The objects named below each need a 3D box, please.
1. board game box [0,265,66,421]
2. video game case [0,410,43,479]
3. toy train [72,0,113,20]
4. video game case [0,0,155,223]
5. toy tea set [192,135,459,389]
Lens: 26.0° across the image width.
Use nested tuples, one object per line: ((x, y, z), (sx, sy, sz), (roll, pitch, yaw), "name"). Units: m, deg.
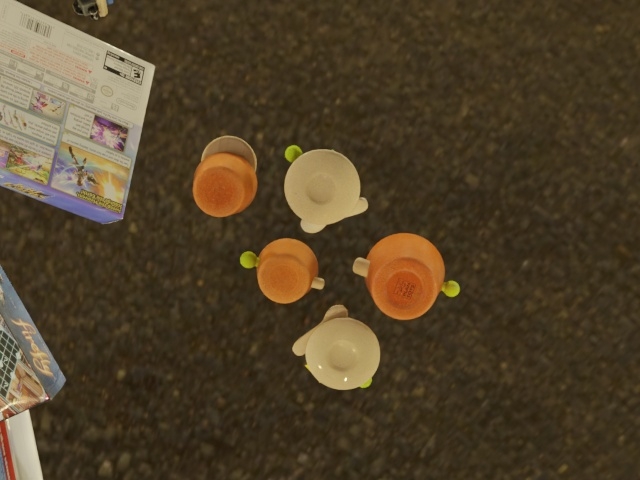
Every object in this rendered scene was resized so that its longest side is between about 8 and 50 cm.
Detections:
((-0.349, 0.056, 1.193), (0.243, 0.165, 0.042), (63, 17, -10), "board game box")
((-0.326, 0.274, 1.312), (0.025, 0.285, 0.204), (8, 40, -30), "video game case")
((-0.185, -0.226, 1.020), (0.036, 0.027, 0.158), (-19, 65, -12), "toy train")
((-0.378, -0.180, 1.948), (0.269, 0.061, 0.244), (22, 68, -35), "video game case")
((0.000, 0.000, 1.617), (0.200, 0.124, 0.336), (-37, 97, 10), "toy tea set")
